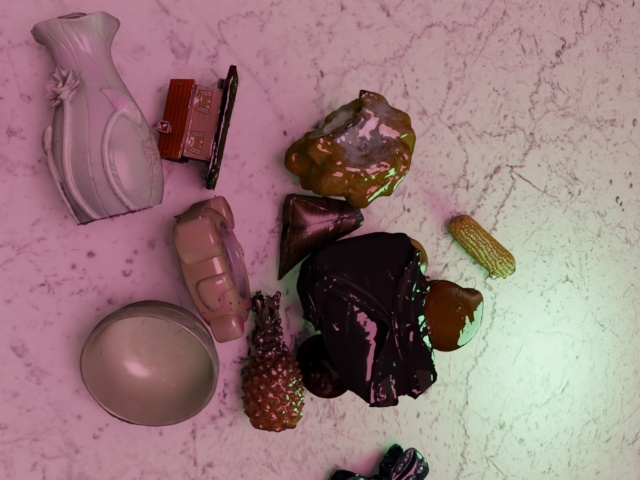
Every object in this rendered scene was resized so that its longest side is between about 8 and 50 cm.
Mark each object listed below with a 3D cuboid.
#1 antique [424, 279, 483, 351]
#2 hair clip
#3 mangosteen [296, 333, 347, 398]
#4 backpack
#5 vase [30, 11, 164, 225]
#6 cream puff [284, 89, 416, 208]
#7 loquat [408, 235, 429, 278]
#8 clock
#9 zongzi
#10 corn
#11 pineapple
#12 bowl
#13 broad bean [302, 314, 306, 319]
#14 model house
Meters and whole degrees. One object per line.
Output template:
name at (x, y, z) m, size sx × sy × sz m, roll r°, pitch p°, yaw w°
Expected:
antique at (0.372, 0.226, 2.040) m, size 0.278 × 0.129 × 0.223 m, roll -21°, pitch 103°, yaw -28°
hair clip at (0.178, 0.732, 1.926) m, size 0.310 × 0.194 × 0.206 m, roll -15°, pitch 93°, yaw -28°
mangosteen at (0.025, 0.334, 1.833) m, size 0.200 × 0.200 × 0.199 m, roll -2°, pitch 93°, yaw -30°
backpack at (0.141, 0.199, 1.706) m, size 0.364 × 0.255 × 0.445 m, roll -17°, pitch 85°, yaw -29°
vase at (-0.488, -0.267, 1.464) m, size 0.250 × 0.250 × 0.444 m, roll -15°, pitch 96°, yaw -29°
cream puff at (0.089, -0.219, 1.768) m, size 0.323 × 0.270 × 0.274 m, roll -40°, pitch 92°, yaw -15°
loquat at (0.222, 0.056, 1.936) m, size 0.172 × 0.149 × 0.204 m, roll -40°, pitch 94°, yaw -22°
clock at (-0.247, 0.066, 1.599) m, size 0.114 × 0.284 × 0.309 m, roll -16°, pitch 106°, yaw 4°
zongzi at (0.000, 0.000, 1.808) m, size 0.221 × 0.112 × 0.241 m, roll 6°, pitch 94°, yaw -11°
corn at (0.515, 0.018, 2.137) m, size 0.293 × 0.106 × 0.106 m, roll 40°, pitch 73°, yaw -23°
pineapple at (-0.125, 0.308, 1.735) m, size 0.175 × 0.175 × 0.360 m, roll -2°, pitch 94°, yaw -30°
bowl at (-0.380, 0.264, 1.547) m, size 0.308 × 0.163 × 0.307 m, roll 1°, pitch 117°, yaw 2°
broad bean at (0.053, 0.149, 1.899) m, size 0.053 × 0.052 × 0.256 m, roll 41°, pitch 70°, yaw 18°
model house at (-0.301, -0.278, 1.609) m, size 0.154 × 0.207 × 0.293 m, roll 12°, pitch 91°, yaw -7°
